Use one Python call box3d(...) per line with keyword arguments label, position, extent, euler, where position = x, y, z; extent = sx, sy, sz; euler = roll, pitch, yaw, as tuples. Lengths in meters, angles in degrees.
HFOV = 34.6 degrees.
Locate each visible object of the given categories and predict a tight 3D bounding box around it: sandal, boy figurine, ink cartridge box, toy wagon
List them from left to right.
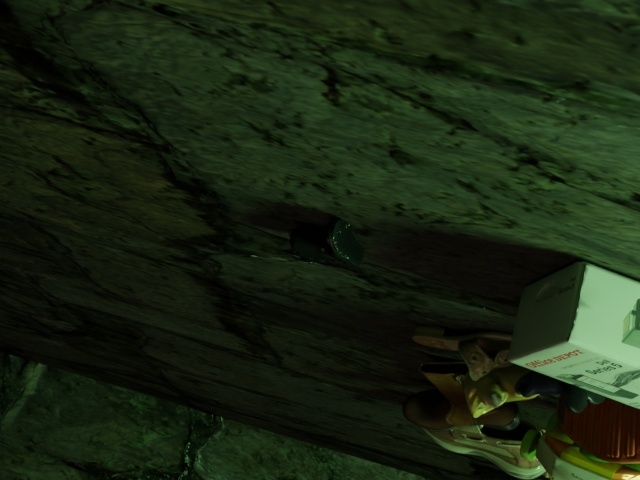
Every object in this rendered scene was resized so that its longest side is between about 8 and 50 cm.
box3d(label="sandal", position=(0.261, 0.201, 1.755), extent=(0.240, 0.079, 0.088), euler=(4, 158, 36))
box3d(label="boy figurine", position=(0.338, 0.254, 1.759), extent=(0.177, 0.092, 0.285), euler=(-14, 176, -38))
box3d(label="toy wagon", position=(0.546, 0.395, 1.926), extent=(0.267, 0.068, 0.344), euler=(19, -162, 31))
box3d(label="ink cartridge box", position=(0.418, 0.141, 1.379), extent=(0.273, 0.114, 0.198), euler=(20, 162, -8))

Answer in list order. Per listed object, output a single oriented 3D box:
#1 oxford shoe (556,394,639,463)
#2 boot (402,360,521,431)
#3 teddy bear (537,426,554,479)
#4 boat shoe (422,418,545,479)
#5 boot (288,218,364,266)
box3d(label="oxford shoe", position=(0.577, 0.330, 1.787), extent=(0.133, 0.129, 0.364), euler=(8, -178, -39))
box3d(label="boot", position=(0.252, 0.316, 2.081), extent=(0.264, 0.096, 0.280), euler=(7, 159, 29))
box3d(label="teddy bear", position=(0.551, 0.522, 2.391), extent=(0.245, 0.113, 0.338), euler=(0, 155, 48))
box3d(label="boat shoe", position=(0.356, 0.406, 2.257), extent=(0.324, 0.123, 0.116), euler=(16, 130, 33))
box3d(label="boot", position=(0.000, -0.001, 1.464), extent=(0.099, 0.045, 0.121), euler=(12, 162, 26))
